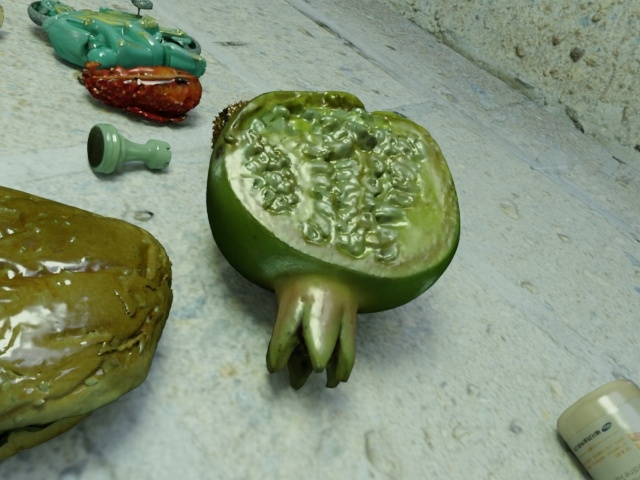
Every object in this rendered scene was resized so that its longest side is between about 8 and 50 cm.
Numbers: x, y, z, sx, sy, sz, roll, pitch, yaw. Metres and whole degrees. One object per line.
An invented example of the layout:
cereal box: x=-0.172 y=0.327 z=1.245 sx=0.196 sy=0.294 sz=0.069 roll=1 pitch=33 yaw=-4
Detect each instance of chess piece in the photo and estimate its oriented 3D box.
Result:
chess piece: x=-0.265 y=-0.125 z=0.716 sx=0.103 sy=0.067 sz=0.067 roll=-2 pitch=45 yaw=-47

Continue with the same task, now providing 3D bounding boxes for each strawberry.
strawberry: x=-0.290 y=-0.244 z=0.842 sx=0.188 sy=0.082 sz=0.121 roll=-5 pitch=31 yaw=-24

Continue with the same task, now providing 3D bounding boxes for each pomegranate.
pomegranate: x=0.000 y=0.000 z=0.627 sx=0.309 sy=0.216 sz=0.359 roll=17 pitch=67 yaw=-15

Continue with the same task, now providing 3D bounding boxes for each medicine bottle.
medicine bottle: x=0.396 y=0.292 z=0.583 sx=0.114 sy=0.114 sz=0.252 roll=-1 pitch=45 yaw=-34

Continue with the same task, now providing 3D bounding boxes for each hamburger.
hamburger: x=-0.275 y=0.042 z=0.435 sx=0.284 sy=0.134 sz=0.266 roll=19 pitch=38 yaw=-16

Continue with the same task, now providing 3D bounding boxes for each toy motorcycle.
toy motorcycle: x=-0.352 y=-0.357 z=0.906 sx=0.296 sy=0.109 sz=0.198 roll=1 pitch=44 yaw=-28

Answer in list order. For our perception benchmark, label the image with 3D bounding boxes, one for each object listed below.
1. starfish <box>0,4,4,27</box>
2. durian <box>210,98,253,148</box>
starfish: x=-0.660 y=-0.362 z=0.750 sx=0.302 sy=0.060 sz=0.299 roll=45 pitch=45 yaw=14
durian: x=-0.093 y=-0.158 z=0.812 sx=0.168 sy=0.137 sz=0.158 roll=7 pitch=19 yaw=-40
